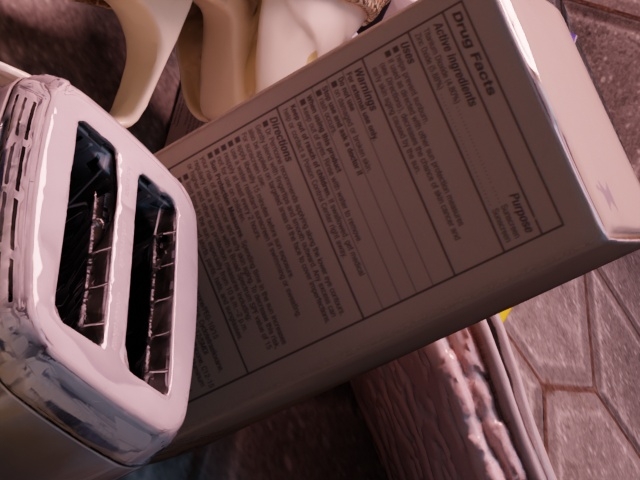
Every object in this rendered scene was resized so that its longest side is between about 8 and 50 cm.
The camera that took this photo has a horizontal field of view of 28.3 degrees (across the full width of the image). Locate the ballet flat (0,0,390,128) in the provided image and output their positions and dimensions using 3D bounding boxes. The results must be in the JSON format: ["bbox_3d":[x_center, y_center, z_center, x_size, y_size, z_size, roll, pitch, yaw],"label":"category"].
[{"bbox_3d":[-0.106,-0.152,0.747,0.483,0.164,0.182,1,84,-44],"label":"ballet flat"}]

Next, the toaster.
[{"bbox_3d":[-0.141,0.034,0.548,0.129,0.146,0.227,44,30,-37],"label":"toaster"}]

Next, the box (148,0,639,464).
[{"bbox_3d":[0.000,0.000,0.669,0.121,0.311,0.148,2,65,-63],"label":"box"}]

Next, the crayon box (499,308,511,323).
[{"bbox_3d":[0.113,0.004,1.199,0.165,0.081,0.278,62,23,-4],"label":"crayon box"}]

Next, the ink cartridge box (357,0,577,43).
[{"bbox_3d":[0.065,-0.217,1.140,0.333,0.065,0.165,28,25,4],"label":"ink cartridge box"}]

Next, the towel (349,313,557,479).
[{"bbox_3d":[0.077,0.115,0.856,0.317,0.053,0.331,120,-50,-76],"label":"towel"}]

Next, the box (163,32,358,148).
[{"bbox_3d":[-0.034,-0.091,0.912,0.072,0.137,0.126,51,26,-30],"label":"box"}]
